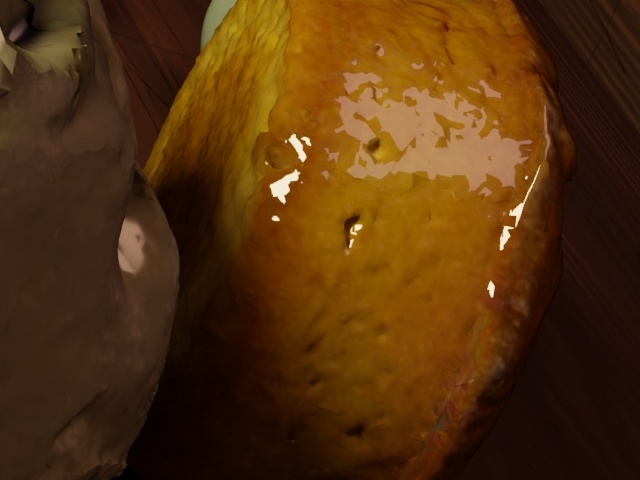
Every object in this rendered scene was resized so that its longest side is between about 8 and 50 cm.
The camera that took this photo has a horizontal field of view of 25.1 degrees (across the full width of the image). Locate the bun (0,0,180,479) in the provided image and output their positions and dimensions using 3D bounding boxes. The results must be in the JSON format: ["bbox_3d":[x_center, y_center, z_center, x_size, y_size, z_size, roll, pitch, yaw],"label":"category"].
[{"bbox_3d":[-0.180,-0.047,0.506,0.362,0.235,0.326,51,18,-31],"label":"bun"}]

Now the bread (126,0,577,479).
[{"bbox_3d":[0.001,0.002,0.724,0.172,0.312,0.312,19,33,-21],"label":"bread"}]

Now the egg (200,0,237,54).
[{"bbox_3d":[0.022,-0.091,1.022,0.264,0.183,0.183,47,22,13],"label":"egg"}]
